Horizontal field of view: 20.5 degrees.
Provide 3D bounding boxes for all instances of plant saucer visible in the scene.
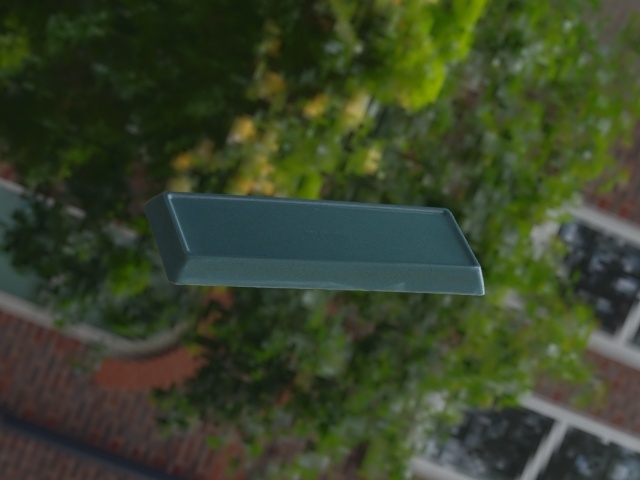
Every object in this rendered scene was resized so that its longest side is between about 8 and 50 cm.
[{"bbox_3d":[0.000,0.000,0.987,0.067,0.192,0.018,-114,-145,-45],"label":"plant saucer"}]
